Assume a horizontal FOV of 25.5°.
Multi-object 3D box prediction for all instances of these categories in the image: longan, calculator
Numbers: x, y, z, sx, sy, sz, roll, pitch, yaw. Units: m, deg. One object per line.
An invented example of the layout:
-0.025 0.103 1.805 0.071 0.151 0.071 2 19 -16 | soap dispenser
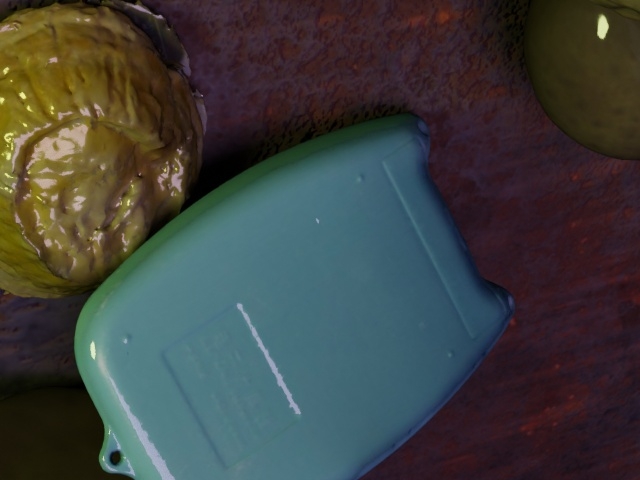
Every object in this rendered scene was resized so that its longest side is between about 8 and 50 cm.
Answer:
0.259 -0.160 1.131 0.220 0.196 0.197 5 120 -41 | longan
-0.013 0.068 1.100 0.386 0.054 0.256 -33 103 -26 | calculator

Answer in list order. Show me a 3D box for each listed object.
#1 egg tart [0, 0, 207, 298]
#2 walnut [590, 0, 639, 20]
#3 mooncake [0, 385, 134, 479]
-0.178 -0.053 1.033 0.231 0.098 0.252 2 117 -34 | egg tart
0.262 -0.271 0.898 0.253 0.277 0.282 -54 151 -9 | walnut
-0.157 0.295 1.104 0.378 0.378 0.201 3 125 -30 | mooncake
